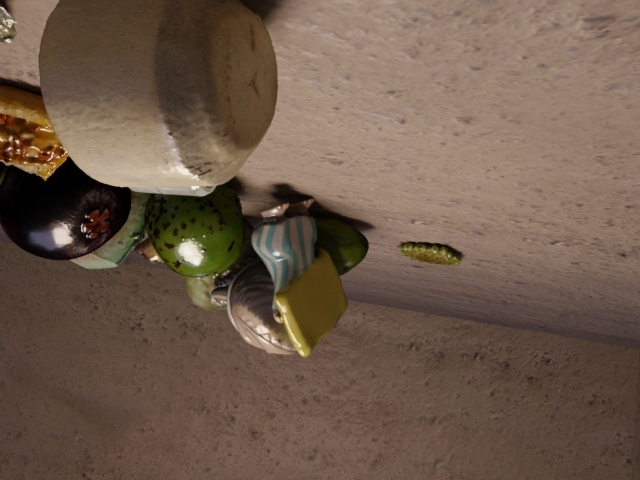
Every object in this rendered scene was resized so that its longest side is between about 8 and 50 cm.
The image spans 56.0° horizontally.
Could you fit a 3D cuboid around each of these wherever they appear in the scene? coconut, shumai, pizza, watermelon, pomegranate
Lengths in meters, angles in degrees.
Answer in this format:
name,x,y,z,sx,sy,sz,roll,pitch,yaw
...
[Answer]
name,x,y,z,sx,sy,sz,roll,pitch,yaw
coconut,-0.192,-0.179,0.691,0.266,0.237,0.237,-1,165,19
shumai,-0.351,0.059,1.734,0.289,0.291,0.330,4,137,-37
pizza,-0.587,-0.203,1.115,0.366,0.074,0.182,11,124,-4
watermelon,-0.580,-0.074,1.513,0.302,0.264,0.151,20,154,-13
pomegranate,-0.303,-0.026,1.407,0.271,0.254,0.254,-34,166,-3

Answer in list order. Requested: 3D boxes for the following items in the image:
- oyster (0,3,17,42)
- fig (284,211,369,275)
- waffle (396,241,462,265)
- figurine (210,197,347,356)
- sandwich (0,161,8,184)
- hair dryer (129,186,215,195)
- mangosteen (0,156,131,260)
name,x,y,z,sx,sy,sz,roll,pitch,yaw
oyster,-0.477,-0.302,0.762,0.177,0.064,0.125,17,162,-36
fig,0.008,0.014,1.593,0.234,0.167,0.167,8,170,-21
waffle,0.315,0.042,1.753,0.169,0.036,0.183,4,166,35
figurine,-0.164,0.106,1.508,0.378,0.361,0.266,-8,-175,33
sandwich,-0.771,-0.166,1.442,0.096,0.258,0.094,-32,151,0
hair dryer,-0.334,-0.190,1.112,0.173,0.107,0.357,4,160,18
mangosteen,-0.578,-0.104,1.319,0.302,0.275,0.275,29,178,29
